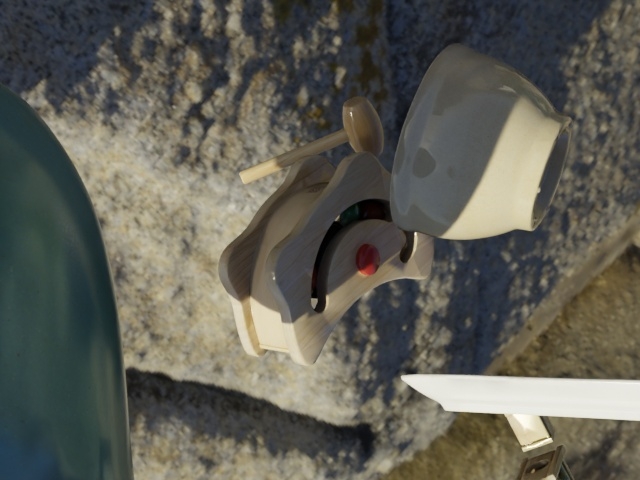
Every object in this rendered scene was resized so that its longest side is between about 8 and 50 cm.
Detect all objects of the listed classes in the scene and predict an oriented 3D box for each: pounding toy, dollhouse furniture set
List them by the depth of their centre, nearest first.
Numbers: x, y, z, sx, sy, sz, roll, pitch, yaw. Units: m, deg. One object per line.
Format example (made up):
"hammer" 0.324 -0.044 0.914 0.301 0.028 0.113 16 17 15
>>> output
"pounding toy" 0.000 0.000 0.874 0.269 0.154 0.154 -53 125 -30
"dollhouse furniture set" 0.230 0.316 1.123 0.161 0.182 0.101 -28 179 24

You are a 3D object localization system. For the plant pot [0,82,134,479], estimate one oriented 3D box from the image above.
"plant pot" -0.245 0.040 0.484 0.292 0.235 0.293 -4 155 -2

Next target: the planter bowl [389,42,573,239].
"planter bowl" 0.139 -0.068 0.741 0.162 0.109 0.162 -49 151 -41

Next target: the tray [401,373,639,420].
"tray" 0.211 0.122 0.698 0.145 0.270 0.030 13 76 -50
